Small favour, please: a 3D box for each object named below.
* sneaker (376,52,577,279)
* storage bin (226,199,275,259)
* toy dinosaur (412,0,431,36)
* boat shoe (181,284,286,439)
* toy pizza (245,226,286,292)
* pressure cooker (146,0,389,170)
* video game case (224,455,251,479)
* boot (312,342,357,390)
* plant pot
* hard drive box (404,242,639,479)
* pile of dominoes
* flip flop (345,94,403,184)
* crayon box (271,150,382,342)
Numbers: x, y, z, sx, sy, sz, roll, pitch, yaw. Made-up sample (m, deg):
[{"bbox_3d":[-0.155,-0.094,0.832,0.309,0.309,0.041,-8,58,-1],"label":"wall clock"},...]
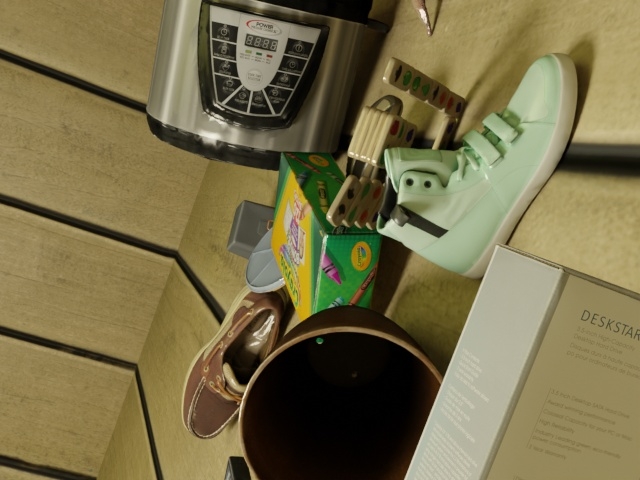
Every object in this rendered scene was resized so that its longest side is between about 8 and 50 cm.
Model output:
[{"bbox_3d":[0.154,-0.093,0.864,0.255,0.151,0.094,-65,17,14],"label":"sneaker"},{"bbox_3d":[-0.139,-0.021,1.777,0.098,0.091,0.135,141,144,-59],"label":"storage bin"},{"bbox_3d":[0.170,-0.477,1.288,0.200,0.127,0.295,-26,53,57],"label":"toy dinosaur"},{"bbox_3d":[-0.159,0.237,1.525,0.342,0.123,0.123,-59,19,15],"label":"boat shoe"},{"bbox_3d":[-0.053,0.017,1.491,0.201,0.032,0.201,-34,29,22],"label":"toy pizza"},{"bbox_3d":[-0.112,-0.362,1.500,0.376,0.370,0.420,24,108,33],"label":"pressure cooker"},{"bbox_3d":[-0.126,0.494,1.193,0.248,0.035,0.274,-123,41,-69],"label":"video game case"},{"bbox_3d":[-0.024,0.277,1.111,0.207,0.090,0.248,-48,32,47],"label":"boot"},{"bbox_3d":[0.032,0.159,0.933,0.230,0.215,0.215,-79,12,-76],"label":"plant pot"},{"bbox_3d":[0.165,0.142,0.534,0.089,0.181,0.232,-144,74,-73],"label":"hard drive box"},{"bbox_3d":[0.108,-0.097,0.995,0.040,0.251,0.195,24,99,28],"label":"pile of dominoes"},{"bbox_3d":[0.083,-0.072,1.199,0.112,0.080,0.277,-119,35,-68],"label":"flip flop"},{"bbox_3d":[0.000,0.000,1.186,0.278,0.081,0.165,-117,31,-59],"label":"crayon box"}]
